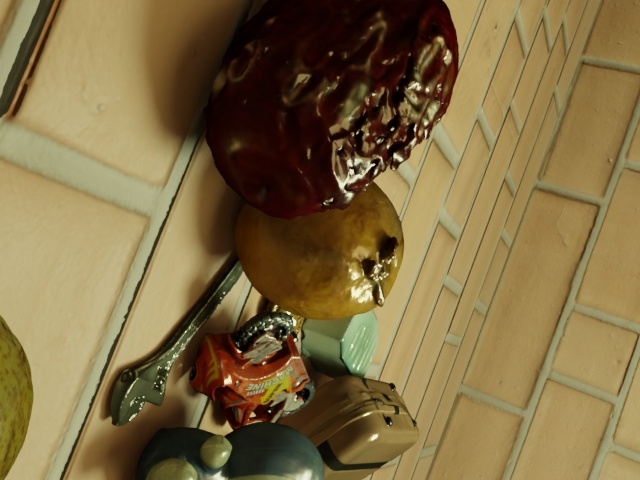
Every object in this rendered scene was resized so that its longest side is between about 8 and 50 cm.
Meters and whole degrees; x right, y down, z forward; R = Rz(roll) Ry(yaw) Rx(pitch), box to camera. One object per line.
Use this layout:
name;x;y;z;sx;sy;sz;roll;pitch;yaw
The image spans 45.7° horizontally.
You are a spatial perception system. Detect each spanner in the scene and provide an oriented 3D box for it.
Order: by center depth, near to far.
spanner;-0.175;0.115;1.014;0.325;0.026;0.093;-55;152;-35

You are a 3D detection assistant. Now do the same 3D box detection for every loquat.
loquat;0.000;0.000;1.038;0.238;0.238;0.193;-38;144;-51

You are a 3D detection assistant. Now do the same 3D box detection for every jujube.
jujube;0.023;-0.194;0.921;0.377;0.258;0.258;-50;150;-43

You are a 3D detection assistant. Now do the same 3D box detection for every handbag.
handbag;0.028;0.386;1.456;0.283;0.149;0.302;-35;157;12

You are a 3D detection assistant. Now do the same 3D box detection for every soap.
soap;0.046;0.188;1.469;0.145;0.091;0.230;-62;154;-17

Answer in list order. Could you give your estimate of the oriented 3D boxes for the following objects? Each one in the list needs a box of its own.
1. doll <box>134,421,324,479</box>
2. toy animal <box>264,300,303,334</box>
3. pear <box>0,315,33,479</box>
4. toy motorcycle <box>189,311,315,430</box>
doll;-0.123;0.332;1.028;0.154;0.258;0.228;-100;-152;-50
toy animal;-0.055;0.149;1.263;0.149;0.054;0.276;-4;109;-68
pear;-0.311;0.123;0.508;0.228;0.188;0.211;-8;120;-67
toy motorcycle;-0.097;0.195;1.110;0.171;0.089;0.298;-26;146;-9
